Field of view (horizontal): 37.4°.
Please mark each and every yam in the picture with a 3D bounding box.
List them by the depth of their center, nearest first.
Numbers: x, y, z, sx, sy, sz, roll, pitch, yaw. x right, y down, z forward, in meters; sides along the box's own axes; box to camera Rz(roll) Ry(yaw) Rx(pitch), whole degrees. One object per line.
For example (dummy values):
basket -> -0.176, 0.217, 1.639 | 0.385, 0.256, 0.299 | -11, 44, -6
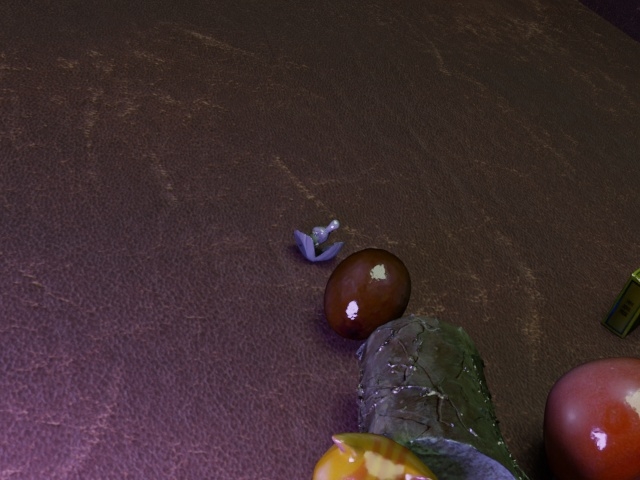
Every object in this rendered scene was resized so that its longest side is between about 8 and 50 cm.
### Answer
yam -> 0.172, 0.284, 1.436 | 0.241, 0.241, 0.348 | 13, 32, -11

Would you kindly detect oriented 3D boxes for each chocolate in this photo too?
chocolate -> 0.083, 0.105, 1.704 | 0.177, 0.177, 0.177 | 14, 34, -10

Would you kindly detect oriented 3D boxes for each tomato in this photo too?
tomato -> 0.482, 0.306, 1.532 | 0.256, 0.256, 0.224 | 3, 61, -24

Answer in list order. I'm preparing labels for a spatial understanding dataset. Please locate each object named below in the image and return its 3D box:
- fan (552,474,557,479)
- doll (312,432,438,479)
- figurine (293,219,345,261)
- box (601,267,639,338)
fan -> 0.412, 0.442, 1.528 | 0.329, 0.009, 0.191 | -4, 38, -35
doll -> 0.044, 0.368, 1.236 | 0.167, 0.269, 0.162 | 18, 18, -2
figurine -> 0.000, 0.000, 1.887 | 0.086, 0.094, 0.082 | -27, 92, -16
box -> 0.704, 0.110, 2.043 | 0.064, 0.141, 0.220 | 40, 37, 26
